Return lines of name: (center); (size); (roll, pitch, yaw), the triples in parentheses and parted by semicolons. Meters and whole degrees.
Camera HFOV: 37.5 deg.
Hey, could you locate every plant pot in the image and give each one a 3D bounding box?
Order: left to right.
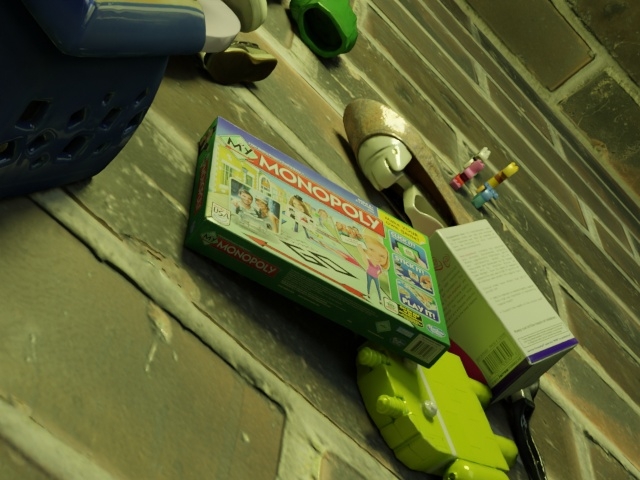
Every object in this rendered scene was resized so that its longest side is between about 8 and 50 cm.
plant pot: (-0.248, -0.189, 0.772); (0.236, 0.212, 0.236); (53, 24, 5)

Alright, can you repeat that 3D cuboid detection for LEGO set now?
LEGO set: (0.339, -0.135, 1.895); (0.087, 0.093, 0.227); (50, 23, -2)

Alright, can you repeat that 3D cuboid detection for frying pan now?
frying pan: (0.256, 0.189, 1.345); (0.197, 0.053, 0.326); (43, 22, -16)

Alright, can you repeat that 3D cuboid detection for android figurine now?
android figurine: (0.135, 0.193, 1.108); (0.273, 0.056, 0.248); (29, 32, -44)

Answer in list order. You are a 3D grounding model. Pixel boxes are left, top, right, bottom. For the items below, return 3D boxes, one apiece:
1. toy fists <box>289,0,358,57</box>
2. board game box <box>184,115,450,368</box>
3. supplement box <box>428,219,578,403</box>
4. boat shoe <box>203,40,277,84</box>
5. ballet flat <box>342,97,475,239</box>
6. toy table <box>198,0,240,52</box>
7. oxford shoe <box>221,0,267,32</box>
toy fists: (-0.035, -0.448, 1.680); (0.279, 0.096, 0.142); (47, 34, -13)
board game box: (0.000, 0.000, 1.081); (0.317, 0.046, 0.213); (28, 31, -21)
supplement box: (0.224, 0.094, 1.282); (0.114, 0.111, 0.220); (-14, 61, -40)
boat shoe: (-0.118, -0.249, 1.299); (0.049, 0.056, 0.152); (43, 21, 18)
ballet flat: (0.138, -0.085, 1.458); (0.316, 0.107, 0.106); (49, 31, -3)
toy table: (-0.178, -0.349, 1.141); (0.252, 0.161, 0.274); (46, 28, 18)
oxford shoe: (-0.244, -0.455, 1.290); (0.130, 0.169, 0.449); (-49, 114, -22)
